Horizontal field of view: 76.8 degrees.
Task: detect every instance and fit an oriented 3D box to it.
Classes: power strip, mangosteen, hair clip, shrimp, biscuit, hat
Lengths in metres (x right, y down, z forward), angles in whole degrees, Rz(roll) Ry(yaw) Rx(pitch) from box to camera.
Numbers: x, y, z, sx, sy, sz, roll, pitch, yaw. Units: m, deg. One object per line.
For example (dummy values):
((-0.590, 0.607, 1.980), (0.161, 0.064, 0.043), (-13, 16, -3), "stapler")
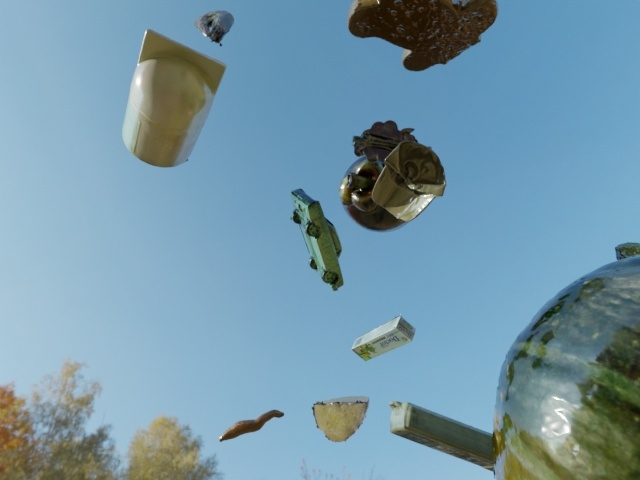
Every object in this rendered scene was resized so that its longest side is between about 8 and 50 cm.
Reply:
((0.250, 0.366, 0.744), (0.272, 0.052, 0.078), (21, -34, -4), "power strip")
((0.225, -0.187, 1.526), (0.329, 0.330, 0.330), (-5, -52, -7), "mangosteen")
((0.186, -0.276, 1.143), (0.195, 0.052, 0.124), (6, -63, -8), "hair clip")
((-0.261, -0.523, 0.992), (0.101, 0.190, 0.042), (-10, -43, -3), "shrimp")
((0.296, -0.677, 1.235), (0.393, 0.368, 0.076), (13, -101, -22), "biscuit")
((0.228, -0.153, 1.058), (0.166, 0.144, 0.173), (36, -19, 1), "hat")

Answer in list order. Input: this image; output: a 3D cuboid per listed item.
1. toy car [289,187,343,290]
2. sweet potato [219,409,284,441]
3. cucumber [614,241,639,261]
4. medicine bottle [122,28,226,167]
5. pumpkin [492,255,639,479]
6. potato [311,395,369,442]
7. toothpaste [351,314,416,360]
((0.000, 0.000, 1.223), (0.097, 0.141, 0.321), (-28, -57, -14), "toy car")
((-0.181, 0.489, 1.069), (0.179, 0.044, 0.044), (-18, -50, -16), "sweet potato")
((0.872, 0.155, 1.121), (0.081, 0.072, 0.304), (-13, -74, 11), "cucumber")
((-0.462, -0.436, 1.252), (0.235, 0.236, 0.406), (20, -37, -24), "medicine bottle")
((0.414, 0.238, 0.514), (0.454, 0.344, 0.455), (-12, -68, -30), "pumpkin")
((0.074, 0.444, 1.022), (0.172, 0.101, 0.089), (-22, -17, 33), "potato")
((0.126, 0.204, 0.835), (0.046, 0.034, 0.164), (41, -42, -5), "toothpaste")
